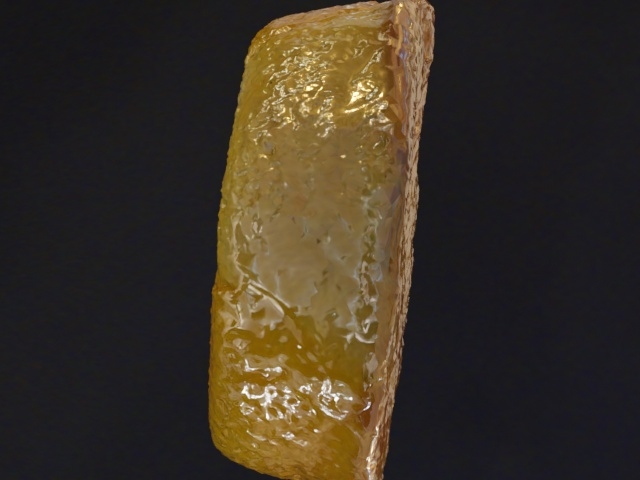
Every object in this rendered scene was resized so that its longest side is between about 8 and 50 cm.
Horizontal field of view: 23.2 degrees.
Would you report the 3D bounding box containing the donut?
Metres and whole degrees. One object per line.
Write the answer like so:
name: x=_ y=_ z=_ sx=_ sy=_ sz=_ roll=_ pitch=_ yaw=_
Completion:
donut: x=0.000 y=0.000 z=0.894 sx=0.110 sy=0.303 sz=0.303 roll=6 pitch=-97 yaw=3
